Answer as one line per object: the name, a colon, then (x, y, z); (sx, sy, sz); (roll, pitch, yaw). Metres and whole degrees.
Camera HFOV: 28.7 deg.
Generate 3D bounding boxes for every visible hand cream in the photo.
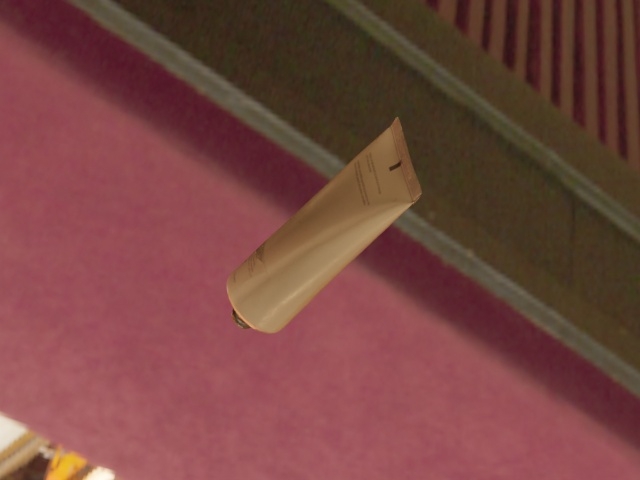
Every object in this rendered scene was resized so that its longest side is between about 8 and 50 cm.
hand cream: (0.000, 0.000, 0.876); (0.054, 0.087, 0.186); (30, 120, -30)
